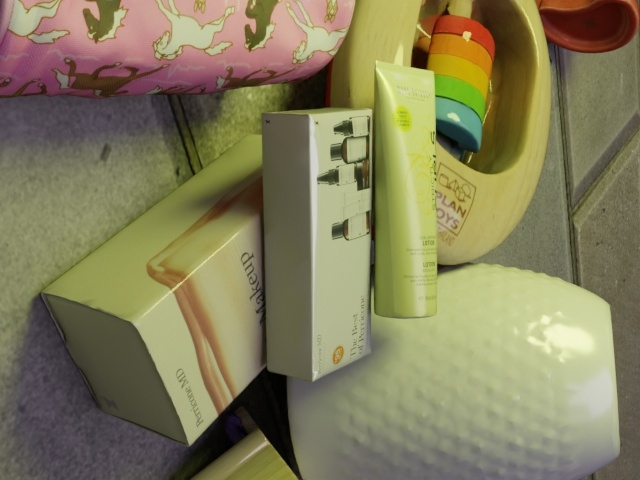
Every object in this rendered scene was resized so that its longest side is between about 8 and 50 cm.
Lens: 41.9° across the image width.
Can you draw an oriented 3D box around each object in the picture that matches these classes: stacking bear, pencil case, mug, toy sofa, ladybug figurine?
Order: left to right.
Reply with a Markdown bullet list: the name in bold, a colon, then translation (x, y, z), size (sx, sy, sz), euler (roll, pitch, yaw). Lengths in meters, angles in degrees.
- **pencil case**: translation (-0.138, -0.205, 0.675), size (0.386, 0.160, 0.167), euler (-18, 79, -49)
- **toy sofa**: translation (-0.049, 0.373, 0.966), size (0.150, 0.177, 0.362), euler (-36, 130, -12)
- **ladybug figurine**: translation (0.127, -0.165, 0.981), size (0.305, 0.162, 0.449), euler (31, 61, -27)
- **mug**: translation (0.164, 0.207, 0.946), size (0.276, 0.328, 0.374), euler (0, 86, -72)
- **stacking bear**: translation (0.474, -0.485, 1.427), size (0.164, 0.175, 0.289), euler (31, 66, -50)

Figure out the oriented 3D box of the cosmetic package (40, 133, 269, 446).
- **cosmetic package**: translation (-0.095, 0.033, 0.809), size (0.296, 0.129, 0.153), euler (-45, 132, -37)

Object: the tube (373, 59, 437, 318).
- **tube**: translation (0.081, -0.047, 0.797), size (0.070, 0.062, 0.240), euler (-50, 140, -88)

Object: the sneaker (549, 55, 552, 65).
- **sneaker**: translation (0.271, -0.275, 1.226), size (0.217, 0.121, 0.079), euler (34, 70, -51)

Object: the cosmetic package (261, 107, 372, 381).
- **cosmetic package**: translation (0.000, 0.000, 0.770), size (0.099, 0.060, 0.239), euler (-16, 109, -49)
